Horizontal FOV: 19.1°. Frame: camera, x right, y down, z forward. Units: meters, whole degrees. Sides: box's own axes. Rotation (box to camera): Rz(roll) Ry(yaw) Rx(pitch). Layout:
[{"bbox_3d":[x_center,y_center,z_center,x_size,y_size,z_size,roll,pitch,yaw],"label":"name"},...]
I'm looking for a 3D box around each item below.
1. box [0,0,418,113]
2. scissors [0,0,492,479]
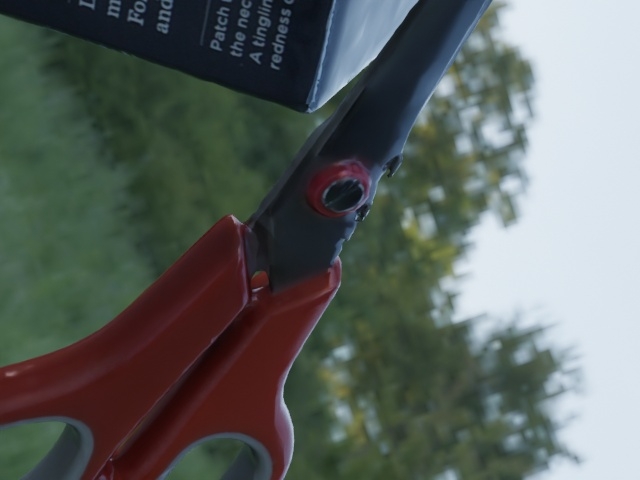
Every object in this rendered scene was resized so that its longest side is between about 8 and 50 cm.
[{"bbox_3d":[-0.114,-0.336,1.136,0.480,0.471,0.297,-47,154,-62],"label":"box"},{"bbox_3d":[0.000,0.000,0.462,0.109,0.297,0.021,31,24,-38],"label":"scissors"}]
